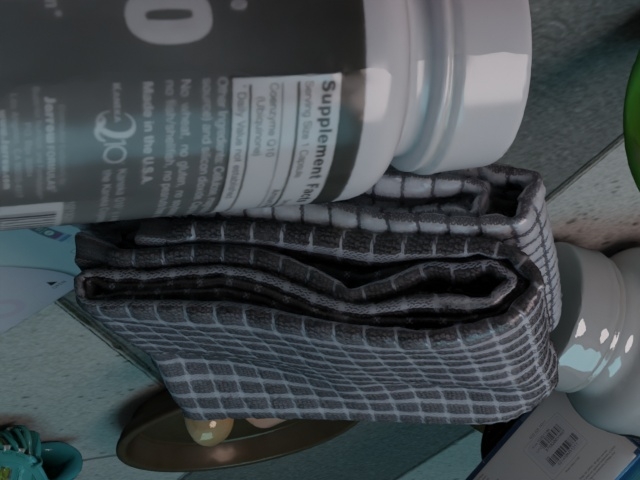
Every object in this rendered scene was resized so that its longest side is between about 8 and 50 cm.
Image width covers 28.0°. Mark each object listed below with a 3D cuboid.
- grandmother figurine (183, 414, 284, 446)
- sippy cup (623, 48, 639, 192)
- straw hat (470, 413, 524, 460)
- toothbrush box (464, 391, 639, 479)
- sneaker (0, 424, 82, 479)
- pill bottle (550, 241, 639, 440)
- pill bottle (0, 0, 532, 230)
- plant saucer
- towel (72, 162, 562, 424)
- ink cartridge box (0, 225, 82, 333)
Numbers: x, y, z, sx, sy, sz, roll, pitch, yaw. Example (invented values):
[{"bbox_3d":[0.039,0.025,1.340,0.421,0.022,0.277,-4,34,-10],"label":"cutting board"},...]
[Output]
[{"bbox_3d":[0.038,0.084,1.097,0.342,0.104,0.208,-22,-162,39],"label":"grandmother figurine"},{"bbox_3d":[0.350,-0.088,0.749,0.240,0.224,0.305,4,152,-24],"label":"sippy cup"},{"bbox_3d":[0.207,0.206,1.540,0.061,0.144,0.144,20,176,34],"label":"straw hat"},{"bbox_3d":[0.295,0.267,1.485,0.216,0.126,0.295,-52,155,16],"label":"toothbrush box"},{"bbox_3d":[-0.342,0.224,1.306,0.110,0.107,0.275,-37,157,7],"label":"sneaker"},{"bbox_3d":[0.338,0.107,1.200,0.319,0.176,0.176,18,146,-20],"label":"pill bottle"},{"bbox_3d":[-0.054,-0.094,0.629,0.283,0.161,0.161,-6,155,-16],"label":"pill bottle"},{"bbox_3d":[-0.087,0.194,1.402,0.278,0.041,0.278,-11,156,-5],"label":"plant saucer"},{"bbox_3d":[0.005,0.041,0.800,0.284,0.121,0.235,0,162,14],"label":"towel"},{"bbox_3d":[-0.253,-0.008,0.855,0.189,0.066,0.232,-29,156,33],"label":"ink cartridge box"}]
